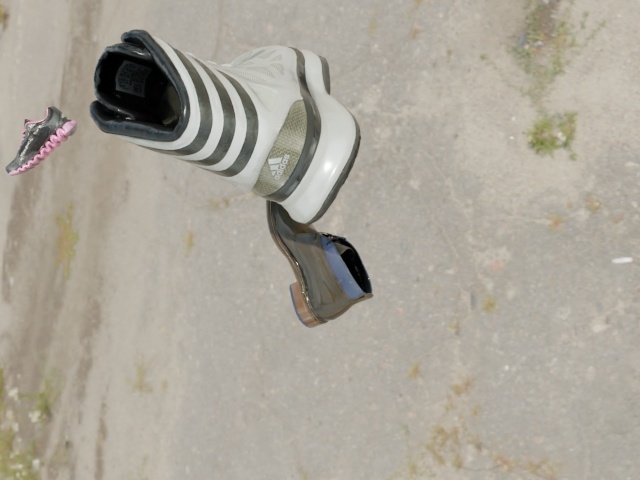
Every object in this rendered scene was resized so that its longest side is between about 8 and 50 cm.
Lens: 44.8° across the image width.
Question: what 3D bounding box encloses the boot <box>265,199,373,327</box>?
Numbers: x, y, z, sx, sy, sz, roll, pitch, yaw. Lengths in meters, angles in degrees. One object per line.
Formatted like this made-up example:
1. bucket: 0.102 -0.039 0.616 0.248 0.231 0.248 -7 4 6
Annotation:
1. boot: 0.000 0.000 1.057 0.106 0.082 0.219 -21 83 32

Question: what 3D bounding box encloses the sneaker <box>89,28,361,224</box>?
1. sneaker: -0.128 -0.188 0.916 0.169 0.257 0.447 -61 23 14

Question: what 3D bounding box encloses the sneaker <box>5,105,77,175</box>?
1. sneaker: -0.400 -0.141 1.088 0.119 0.057 0.047 -43 12 -3
